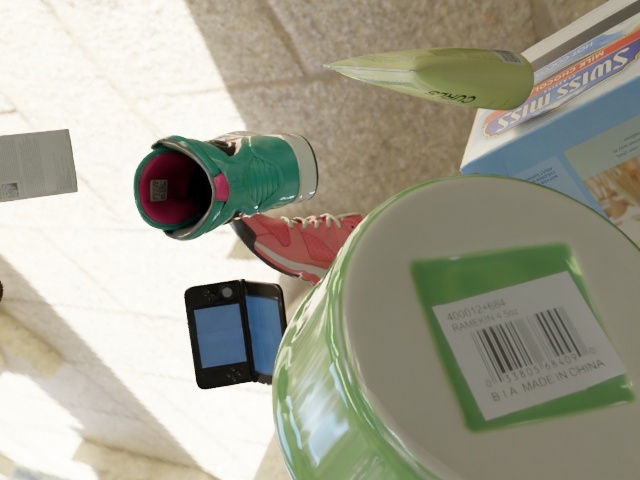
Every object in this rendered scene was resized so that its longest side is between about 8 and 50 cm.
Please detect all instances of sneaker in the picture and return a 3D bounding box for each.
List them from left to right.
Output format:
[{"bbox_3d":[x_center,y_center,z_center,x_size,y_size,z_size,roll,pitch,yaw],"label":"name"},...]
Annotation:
[{"bbox_3d":[-0.151,-0.068,1.089,0.295,0.178,0.124,-1,99,58],"label":"sneaker"},{"bbox_3d":[0.000,0.000,1.416,0.313,0.136,0.116,27,-174,-21],"label":"sneaker"}]

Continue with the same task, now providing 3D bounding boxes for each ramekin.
[{"bbox_3d":[0.124,0.097,0.664,0.303,0.303,0.148,25,146,2],"label":"ramekin"}]

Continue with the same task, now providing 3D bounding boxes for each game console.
[{"bbox_3d":[-0.108,0.128,1.164,0.124,0.144,0.085,-8,-172,-11],"label":"game console"}]

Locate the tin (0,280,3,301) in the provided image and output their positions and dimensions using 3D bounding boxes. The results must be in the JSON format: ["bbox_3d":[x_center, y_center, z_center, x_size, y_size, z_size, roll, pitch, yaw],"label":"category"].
[{"bbox_3d":[-0.426,0.075,0.923,0.040,0.189,0.106,53,156,23],"label":"tin"}]

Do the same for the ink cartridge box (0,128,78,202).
[{"bbox_3d":[-0.291,-0.068,0.838,0.029,0.115,0.063,5,103,59],"label":"ink cartridge box"}]

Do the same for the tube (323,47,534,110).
[{"bbox_3d":[0.113,-0.152,0.822,0.070,0.240,0.062,-40,69,36],"label":"tube"}]

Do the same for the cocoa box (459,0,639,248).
[{"bbox_3d":[0.362,-0.124,0.942,0.347,0.228,0.231,-27,114,36],"label":"cocoa box"}]
